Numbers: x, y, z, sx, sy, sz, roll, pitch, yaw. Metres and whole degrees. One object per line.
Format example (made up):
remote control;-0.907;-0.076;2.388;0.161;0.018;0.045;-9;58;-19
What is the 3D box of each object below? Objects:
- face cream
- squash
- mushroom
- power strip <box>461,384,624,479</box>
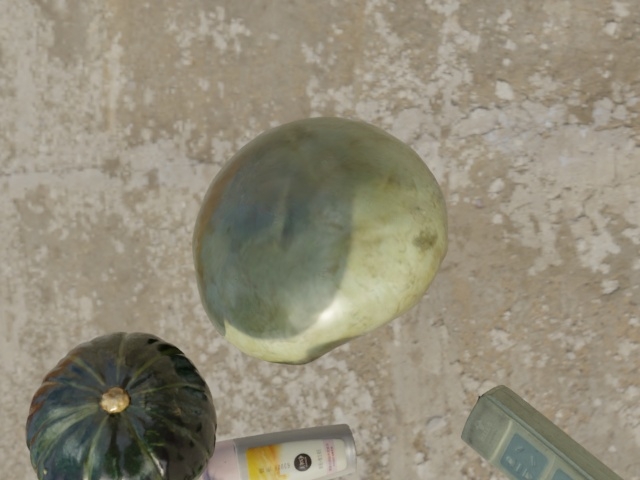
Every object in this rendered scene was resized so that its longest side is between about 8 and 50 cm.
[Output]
face cream;-0.074;0.389;1.502;0.073;0.269;0.107;150;112;-74
squash;-0.220;0.209;0.950;0.218;0.218;0.172;53;144;24
mushroom;0.000;0.000;1.110;0.352;0.260;0.352;-16;46;18
power strip;0.268;0.263;0.942;0.272;0.052;0.078;39;123;33
